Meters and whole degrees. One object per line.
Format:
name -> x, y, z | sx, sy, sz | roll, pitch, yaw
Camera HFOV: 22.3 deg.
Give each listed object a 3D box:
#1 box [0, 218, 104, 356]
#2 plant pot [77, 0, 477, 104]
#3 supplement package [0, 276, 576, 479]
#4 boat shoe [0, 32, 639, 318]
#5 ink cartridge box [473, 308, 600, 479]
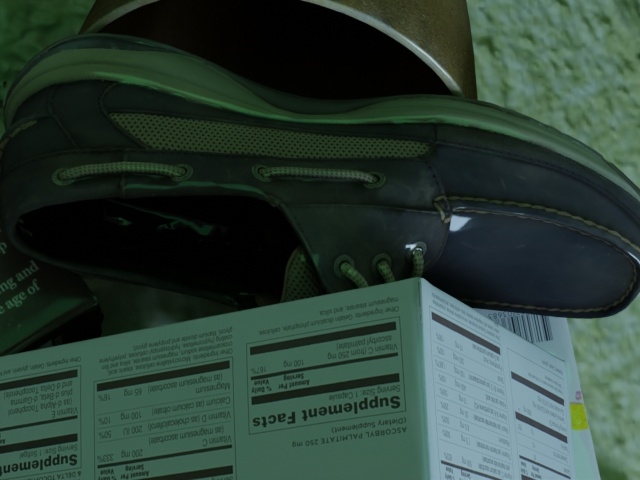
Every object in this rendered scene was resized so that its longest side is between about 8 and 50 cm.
box -> -0.310, -0.046, 0.922 | 0.191, 0.143, 0.381 | -34, 82, -17
plant pot -> -0.014, -0.158, 0.976 | 0.237, 0.237, 0.254 | 12, 54, -5
supplement package -> -0.024, 0.131, 0.816 | 0.262, 0.204, 0.145 | -11, 70, 25
boat shoe -> 0.000, 0.000, 0.854 | 0.355, 0.132, 0.130 | 10, 51, 0
ink cartridge box -> 0.088, 0.121, 0.947 | 0.134, 0.078, 0.231 | -9, 74, 1
